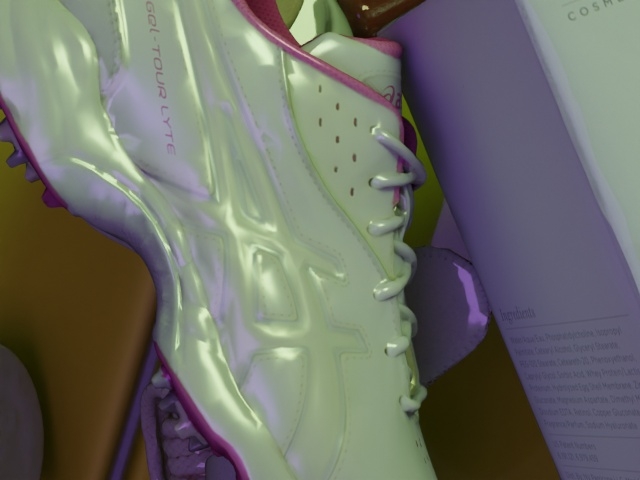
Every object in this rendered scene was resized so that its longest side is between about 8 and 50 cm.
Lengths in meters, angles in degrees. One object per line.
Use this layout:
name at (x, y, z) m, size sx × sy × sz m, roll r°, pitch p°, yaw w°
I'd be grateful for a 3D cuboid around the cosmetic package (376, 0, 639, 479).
cosmetic package at (0.177, -0.027, 0.626) m, size 0.224 × 0.138 × 0.224 m, roll -23°, pitch 90°, yaw -17°

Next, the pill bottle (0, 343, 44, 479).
pill bottle at (-0.267, 0.108, 0.889) m, size 0.221 × 0.121 × 0.121 m, roll -6°, pitch 97°, yaw 22°

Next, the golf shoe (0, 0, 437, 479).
golf shoe at (-0.006, 0.004, 0.611) m, size 0.140 × 0.115 × 0.306 m, roll -31°, pitch 91°, yaw 3°

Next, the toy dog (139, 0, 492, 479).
toy dog at (0.000, 0.000, 0.752) m, size 0.161 × 0.220 × 0.333 m, roll -12°, pitch 102°, yaw -16°
